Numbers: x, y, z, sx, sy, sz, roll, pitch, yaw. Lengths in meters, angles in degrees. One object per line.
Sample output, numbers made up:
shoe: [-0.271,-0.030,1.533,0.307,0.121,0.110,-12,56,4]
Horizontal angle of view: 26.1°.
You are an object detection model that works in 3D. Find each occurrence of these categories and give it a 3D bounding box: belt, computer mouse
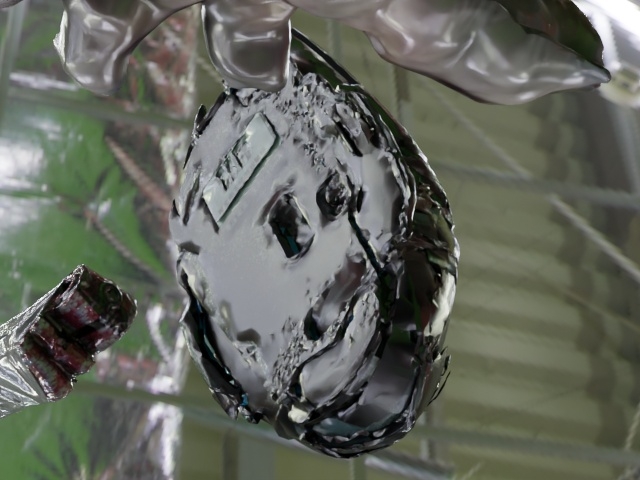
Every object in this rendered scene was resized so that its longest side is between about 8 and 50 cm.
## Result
belt: [-0.208,0.087,0.893,0.053,0.232,0.071,48,-141,-15]
computer mouse: [0.000,0.000,0.608,0.078,0.146,0.241,19,-151,-38]

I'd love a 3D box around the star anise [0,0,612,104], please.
star anise: [-0.018,-0.100,0.340,0.236,0.229,0.093,30,-135,-36]
